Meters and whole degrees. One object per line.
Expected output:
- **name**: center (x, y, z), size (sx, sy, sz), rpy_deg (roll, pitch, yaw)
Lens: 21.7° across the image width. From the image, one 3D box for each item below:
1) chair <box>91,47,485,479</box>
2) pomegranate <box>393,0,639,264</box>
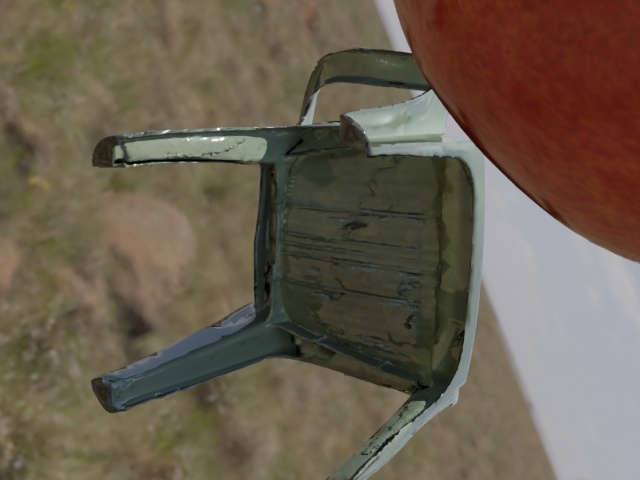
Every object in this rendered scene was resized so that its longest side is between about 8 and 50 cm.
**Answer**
- **chair**: center (0.000, 0.000, 0.920), size (0.275, 0.190, 0.203), rpy_deg (-17, 113, -60)
- **pomegranate**: center (0.115, -0.110, 0.389), size (0.221, 0.221, 0.256), rpy_deg (-39, 120, -85)
